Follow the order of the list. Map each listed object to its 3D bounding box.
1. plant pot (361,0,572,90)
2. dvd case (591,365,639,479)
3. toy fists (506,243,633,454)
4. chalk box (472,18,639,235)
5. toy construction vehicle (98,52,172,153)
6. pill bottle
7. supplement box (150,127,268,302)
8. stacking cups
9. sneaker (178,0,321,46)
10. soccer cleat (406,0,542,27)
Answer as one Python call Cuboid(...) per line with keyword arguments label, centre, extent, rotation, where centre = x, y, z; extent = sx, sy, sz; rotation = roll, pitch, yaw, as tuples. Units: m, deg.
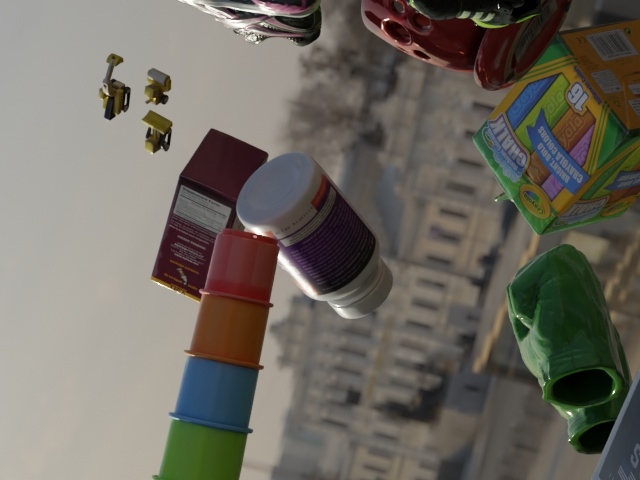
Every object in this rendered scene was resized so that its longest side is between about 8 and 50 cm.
Cuboid(label="plant pot", centre=(0.165, -0.264, 1.675), extent=(0.191, 0.174, 0.191), rotation=(-48, -18, -22))
Cuboid(label="dvd case", centre=(0.279, 0.167, 1.175), extent=(0.179, 0.029, 0.239), rotation=(-111, 27, -46))
Cuboid(label="toy fists", centre=(0.241, 0.103, 1.509), extent=(0.279, 0.096, 0.142), rotation=(52, -154, -59))
Cuboid(label="chalk box", centre=(0.343, -0.130, 2.106), extent=(0.179, 0.180, 0.289), rotation=(58, 140, 22))
Cuboid(label="toy construction vehicle", centre=(-0.199, -0.145, 1.687), extent=(0.035, 0.086, 0.098), rotation=(-43, -23, -43))
Cuboid(label="pill bottle", centre=(0.000, 0.000, 1.774), extent=(0.193, 0.108, 0.108), rotation=(49, -139, -35))
Cuboid(label="supplement box", centre=(-0.136, -0.028, 1.916), extent=(0.104, 0.081, 0.188), rotation=(-62, -6, -47))
Cuboid(label="stacking cups", centre=(-0.107, 0.146, 1.521), extent=(0.096, 0.096, 0.316), rotation=(83, -165, -84))
Cuboid(label="sneaker", centre=(-0.077, -0.216, 1.444), extent=(0.072, 0.178, 0.077), rotation=(-52, -32, -29))
Cuboid(label="soccer cleat", centre=(0.138, -0.227, 1.419), extent=(0.179, 0.072, 0.060), rotation=(1, -95, -55))
